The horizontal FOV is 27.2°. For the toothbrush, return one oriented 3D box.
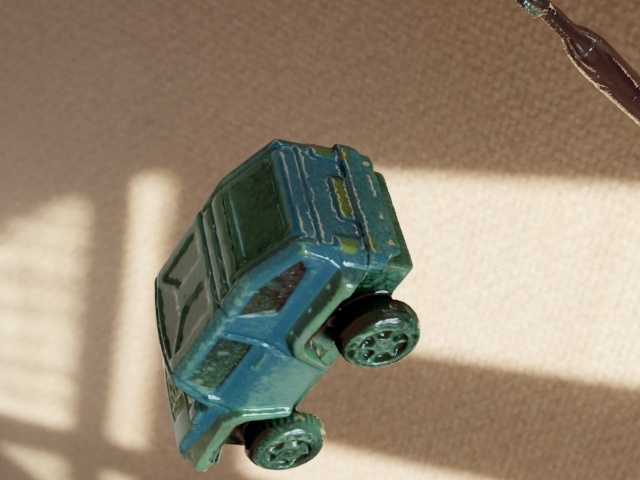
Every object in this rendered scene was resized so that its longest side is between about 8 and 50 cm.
[{"bbox_3d":[0.259,-0.163,1.222,0.041,0.364,0.041,-8,74,29],"label":"toothbrush"}]

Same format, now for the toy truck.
[{"bbox_3d":[-0.039,0.056,1.038,0.279,0.156,0.155,-52,38,37],"label":"toy truck"}]
